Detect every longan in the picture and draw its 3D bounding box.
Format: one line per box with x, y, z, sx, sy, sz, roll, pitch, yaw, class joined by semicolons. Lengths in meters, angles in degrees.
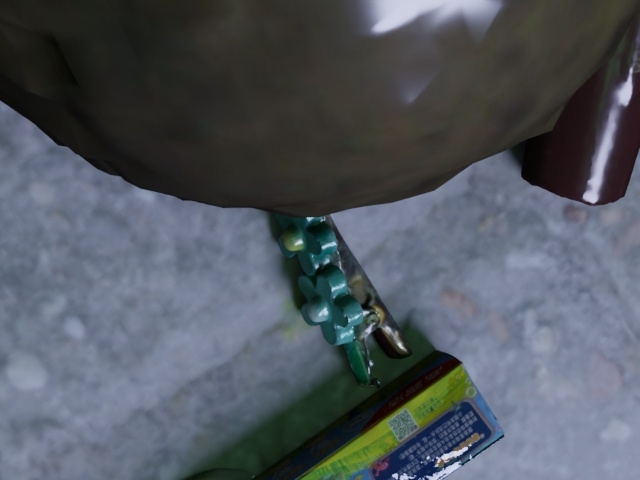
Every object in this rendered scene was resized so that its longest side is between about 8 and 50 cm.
-0.026;-0.203;0.791;0.391;0.391;0.391;-1;96;-14;longan

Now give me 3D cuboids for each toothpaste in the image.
-0.001;0.126;0.985;0.193;0.044;0.070;-35;103;-8;toothpaste

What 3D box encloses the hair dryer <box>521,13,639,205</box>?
0.268;-0.174;1.009;0.340;0.123;0.312;0;107;-25;hair dryer

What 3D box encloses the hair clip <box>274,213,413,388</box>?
0.000;0.000;0.972;0.049;0.049;0.173;-26;103;-10;hair clip
